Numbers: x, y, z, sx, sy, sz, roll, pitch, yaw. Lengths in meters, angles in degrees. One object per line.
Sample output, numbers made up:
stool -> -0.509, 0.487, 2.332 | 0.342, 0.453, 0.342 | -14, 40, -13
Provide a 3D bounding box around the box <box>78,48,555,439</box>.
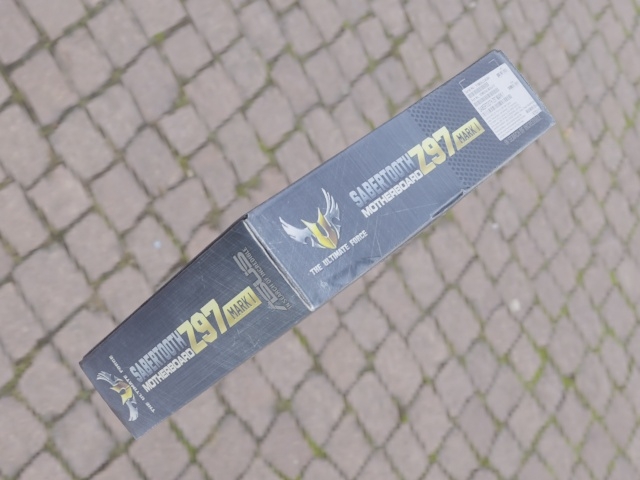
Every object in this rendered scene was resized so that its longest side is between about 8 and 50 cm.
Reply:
box -> 0.000, 0.000, 0.749 | 0.232, 0.183, 0.059 | -35, 87, -42
